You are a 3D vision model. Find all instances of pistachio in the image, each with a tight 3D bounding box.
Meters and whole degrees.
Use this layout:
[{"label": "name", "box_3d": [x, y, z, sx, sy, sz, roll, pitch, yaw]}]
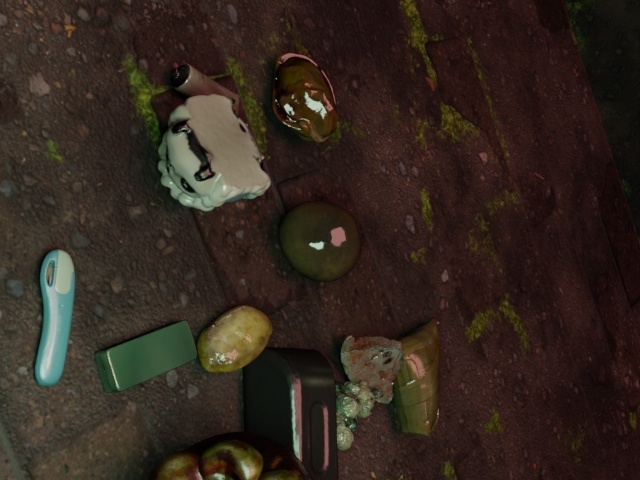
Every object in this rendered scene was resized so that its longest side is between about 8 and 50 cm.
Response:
[{"label": "pistachio", "box_3d": [-0.033, -0.314, 1.902, 0.165, 0.130, 0.210, -22, 86, -37]}]

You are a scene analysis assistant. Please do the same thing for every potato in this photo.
[{"label": "potato", "box_3d": [-0.163, 0.187, 1.649, 0.107, 0.080, 0.170, 46, 52, 0]}]

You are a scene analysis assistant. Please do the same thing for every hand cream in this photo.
[{"label": "hand cream", "box_3d": [-0.227, -0.294, 1.744, 0.186, 0.054, 0.087, 29, 54, -47]}]

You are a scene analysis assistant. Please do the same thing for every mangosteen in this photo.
[{"label": "mangosteen", "box_3d": [-0.148, 0.448, 1.411, 0.347, 0.307, 0.306, 86, 21, -54]}]

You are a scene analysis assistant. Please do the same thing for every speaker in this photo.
[{"label": "speaker", "box_3d": [-0.025, 0.391, 1.675, 0.180, 0.184, 0.388, 9, 72, -46]}]

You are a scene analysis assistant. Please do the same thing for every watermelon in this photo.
[{"label": "watermelon", "box_3d": [0.127, 0.267, 1.930, 0.187, 0.139, 0.071, 51, 14, -25]}]

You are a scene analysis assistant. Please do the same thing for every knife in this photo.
[{"label": "knife", "box_3d": [-0.433, 0.124, 1.415, 0.064, 0.031, 0.221, 16, 71, -49]}]

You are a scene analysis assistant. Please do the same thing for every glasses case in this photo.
[{"label": "glasses case", "box_3d": [-0.302, 0.202, 1.530, 0.184, 0.039, 0.077, -19, 93, -48]}]

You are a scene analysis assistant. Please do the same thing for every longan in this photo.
[{"label": "longan", "box_3d": [0.000, 0.000, 1.835, 0.187, 0.167, 0.167, 27, 58, -16]}]

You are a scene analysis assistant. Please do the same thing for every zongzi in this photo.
[{"label": "zongzi", "box_3d": [0.242, 0.316, 2.060, 0.256, 0.115, 0.228, -25, 102, -59]}]

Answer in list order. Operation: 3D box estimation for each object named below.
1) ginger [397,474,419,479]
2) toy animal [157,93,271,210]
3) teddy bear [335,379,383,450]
[{"label": "ginger", "box_3d": [0.188, 0.617, 1.877, 0.138, 0.152, 0.267, 53, 41, -26]}, {"label": "toy animal", "box_3d": [-0.210, -0.151, 1.644, 0.204, 0.156, 0.208, -20, 78, -45]}, {"label": "teddy bear", "box_3d": [0.050, 0.352, 1.841, 0.213, 0.111, 0.133, -19, 128, -70]}]
